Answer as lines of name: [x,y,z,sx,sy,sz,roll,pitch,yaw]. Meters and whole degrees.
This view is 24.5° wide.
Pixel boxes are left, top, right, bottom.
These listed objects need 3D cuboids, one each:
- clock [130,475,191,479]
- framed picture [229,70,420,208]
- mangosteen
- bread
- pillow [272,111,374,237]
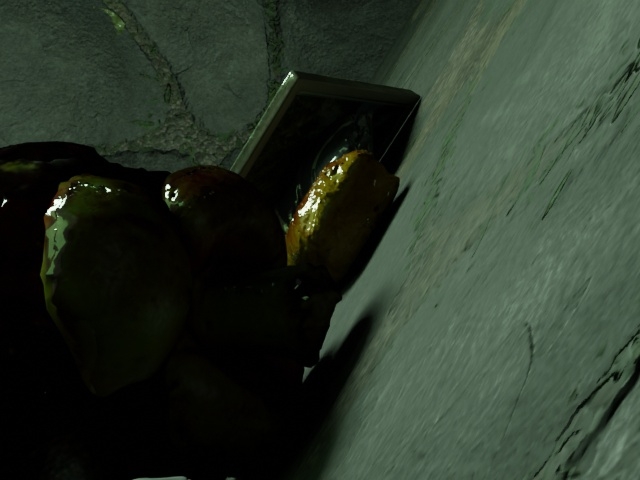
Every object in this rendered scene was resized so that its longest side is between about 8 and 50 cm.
clock: [-0.093,0.190,0.906,0.080,0.117,0.176,-59,3,-16]
framed picture: [-0.012,-0.095,1.804,0.240,0.020,0.324,-56,-22,17]
mangosteen: [-0.205,0.099,1.209,0.421,0.381,0.381,1,53,47]
bread: [0.002,0.001,1.520,0.139,0.077,0.271,-57,0,-23]
pillow: [-0.026,-0.002,1.748,0.335,0.092,0.161,-57,1,21]
